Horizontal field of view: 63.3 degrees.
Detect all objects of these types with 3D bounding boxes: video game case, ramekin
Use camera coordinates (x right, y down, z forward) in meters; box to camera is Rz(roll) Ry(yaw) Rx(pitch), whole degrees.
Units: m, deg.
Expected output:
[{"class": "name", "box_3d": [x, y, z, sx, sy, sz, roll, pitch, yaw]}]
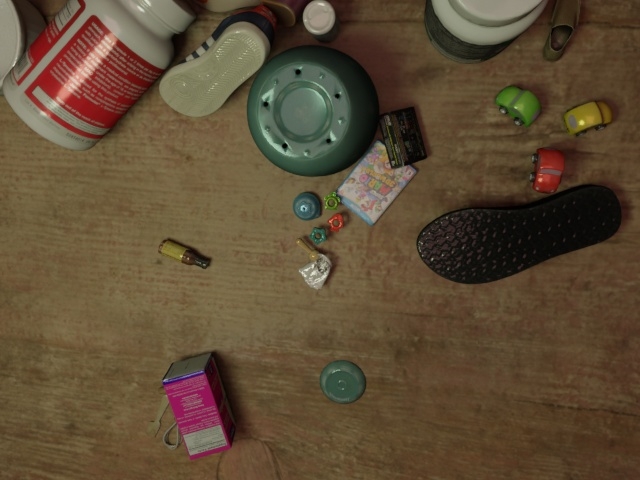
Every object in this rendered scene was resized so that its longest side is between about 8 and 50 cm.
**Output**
[{"class": "video game case", "box_3d": [0.126, -0.133, 1.210, 0.119, 0.015, 0.166, 39, 104, 0]}, {"class": "ramekin", "box_3d": [-0.785, -0.475, 1.227, 0.276, 0.135, 0.278, 2, 99, 9]}]

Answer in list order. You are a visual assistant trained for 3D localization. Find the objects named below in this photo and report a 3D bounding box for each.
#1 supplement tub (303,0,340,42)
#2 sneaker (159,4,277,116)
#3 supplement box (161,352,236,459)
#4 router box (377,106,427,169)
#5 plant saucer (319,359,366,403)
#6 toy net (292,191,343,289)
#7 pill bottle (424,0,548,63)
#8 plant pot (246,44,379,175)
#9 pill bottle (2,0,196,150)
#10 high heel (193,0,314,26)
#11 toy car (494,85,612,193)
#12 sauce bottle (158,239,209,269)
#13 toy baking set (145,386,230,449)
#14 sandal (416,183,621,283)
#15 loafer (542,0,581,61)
[{"class": "supplement tub", "box_3d": [0.004, -0.470, 1.118, 0.070, 0.107, 0.071, 2, 102, 8]}, {"class": "sneaker", "box_3d": [-0.221, -0.396, 1.152, 0.349, 0.148, 0.131, -14, 134, 40]}, {"class": "supplement box", "box_3d": [-0.300, 0.414, 1.305, 0.113, 0.111, 0.220, -15, 101, 0]}, {"class": "router box", "box_3d": [0.181, -0.226, 1.143, 0.038, 0.092, 0.123, -9, 100, 48]}, {"class": "plant saucer", "box_3d": [0.055, 0.363, 1.312, 0.119, 0.021, 0.120, 2, 101, 8]}, {"class": "toy net", "box_3d": [0.000, 0.000, 1.243, 0.121, 0.045, 0.233, -4, 102, 8]}, {"class": "pill bottle", "box_3d": [0.297, -0.449, 0.944, 0.204, 0.361, 0.205, 2, 101, 9]}, {"class": "plant pot", "box_3d": [-0.021, -0.268, 1.085, 0.292, 0.235, 0.293, 1, 103, 5]}, {"class": "pill bottle", "box_3d": [-0.477, -0.411, 1.145, 0.407, 0.229, 0.229, -40, 92, 14]}, {"class": "high heel", "box_3d": [-0.170, -0.596, 1.149, 0.377, 0.127, 0.181, 26, 70, 10]}, {"class": "toy car", "box_3d": [0.469, -0.249, 1.093, 0.225, 0.053, 0.239, 40, 88, 8]}, {"class": "sauce bottle", "box_3d": [-0.342, 0.038, 1.305, 0.128, 0.042, 0.042, 23, 103, 3]}, {"class": "toy baking set", "box_3d": [-0.363, 0.474, 1.396, 0.255, 0.030, 0.197, -2, 100, 9]}, {"class": "sandal", "box_3d": [0.428, -0.012, 1.152, 0.445, 0.107, 0.168, -11, 98, -2]}, {"class": "loafer", "box_3d": [0.503, -0.447, 1.071, 0.056, 0.050, 0.148, 10, 102, 7]}]
